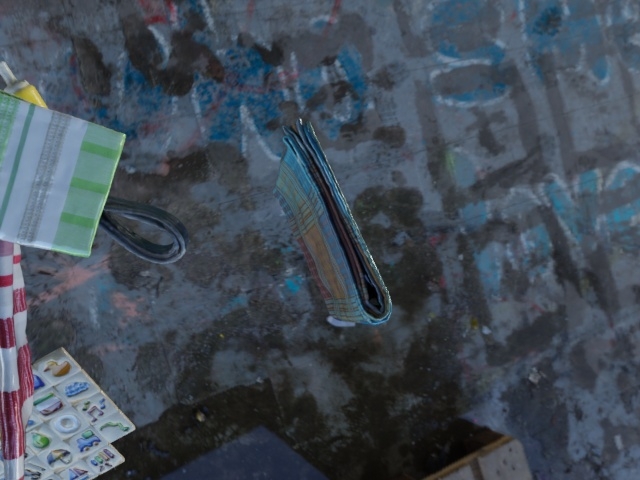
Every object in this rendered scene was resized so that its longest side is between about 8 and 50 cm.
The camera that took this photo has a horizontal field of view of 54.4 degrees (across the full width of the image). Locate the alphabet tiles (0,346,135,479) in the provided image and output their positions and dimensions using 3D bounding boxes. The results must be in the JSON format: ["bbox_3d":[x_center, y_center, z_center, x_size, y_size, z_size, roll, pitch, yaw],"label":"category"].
[{"bbox_3d":[-0.518,0.334,1.110,0.285,0.011,0.342,-28,121,-1],"label":"alphabet tiles"}]

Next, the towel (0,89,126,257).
[{"bbox_3d":[-0.243,-0.057,0.487,0.152,0.023,0.113,17,95,-25],"label":"towel"}]

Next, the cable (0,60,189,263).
[{"bbox_3d":[-0.288,-0.053,0.701,0.139,0.072,0.287,-39,107,16],"label":"cable"}]

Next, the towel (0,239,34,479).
[{"bbox_3d":[-0.388,0.107,0.789,0.037,0.237,0.328,-3,97,-23],"label":"towel"}]

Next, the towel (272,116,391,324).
[{"bbox_3d":[0.000,0.000,0.917,0.040,0.370,0.271,-24,86,-10],"label":"towel"}]
